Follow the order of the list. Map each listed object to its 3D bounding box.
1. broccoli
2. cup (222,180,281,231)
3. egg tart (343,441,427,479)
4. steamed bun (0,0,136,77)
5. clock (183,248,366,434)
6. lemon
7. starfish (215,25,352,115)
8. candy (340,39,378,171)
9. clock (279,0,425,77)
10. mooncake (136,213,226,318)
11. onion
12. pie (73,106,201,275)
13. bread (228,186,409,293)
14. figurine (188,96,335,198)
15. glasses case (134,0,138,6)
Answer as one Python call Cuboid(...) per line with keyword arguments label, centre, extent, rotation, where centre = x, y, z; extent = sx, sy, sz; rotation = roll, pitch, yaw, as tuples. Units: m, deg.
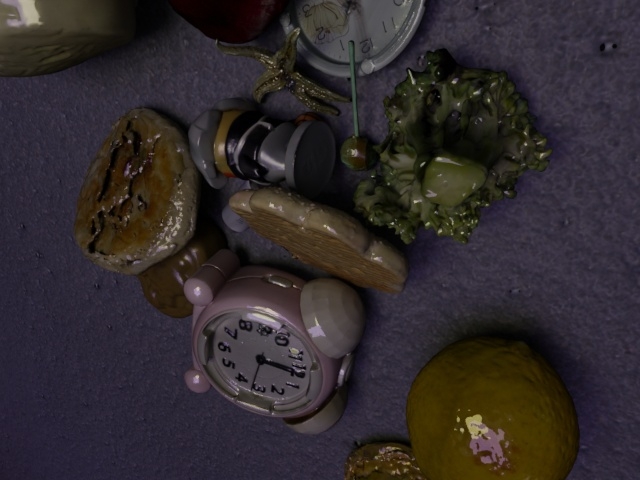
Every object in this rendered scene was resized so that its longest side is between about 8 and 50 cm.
Cuboid(label="broccoli", centre=(0.151, -0.111, 0.572), extent=(0.263, 0.243, 0.247), rotation=(-11, 108, 18))
Cuboid(label="cup", centre=(-0.117, -0.062, 0.841), extent=(0.104, 0.074, 0.116), rotation=(32, 131, -23))
Cuboid(label="egg tart", centre=(0.173, 0.557, 0.926), extent=(0.294, 0.123, 0.294), rotation=(10, 116, 21))
Cuboid(label="steamed bun", centre=(-0.477, -0.461, 0.709), extent=(0.456, 0.290, 0.371), rotation=(16, 125, 35))
Cuboid(label="clock", centre=(-0.087, 0.201, 0.872), extent=(0.326, 0.184, 0.342), rotation=(17, 125, 15))
Cuboid(label="lemon", centre=(0.257, 0.280, 0.692), extent=(0.267, 0.267, 0.267), rotation=(10, 115, 22))
Cuboid(label="starfish", centre=(-0.053, -0.257, 0.686), extent=(0.223, 0.217, 0.050), rotation=(20, 82, -14))
Cuboid(label="candy", centre=(0.054, -0.195, 0.674), extent=(0.061, 0.061, 0.202), rotation=(11, 133, 22))
Cuboid(label="clock", centre=(0.045, -0.356, 0.632), extent=(0.236, 0.053, 0.236), rotation=(13, 119, 25))
Cuboid(label="mooncake", centre=(-0.304, 0.044, 0.947), extent=(0.235, 0.117, 0.235), rotation=(11, 114, 25))
Cuboid(label="onion", centre=(-0.167, -0.405, 0.610), extent=(0.272, 0.195, 0.272), rotation=(29, 136, 32))
Cuboid(label="pie", centre=(-0.364, -0.095, 0.868), extent=(0.339, 0.077, 0.339), rotation=(-6, 76, 27))
Cuboid(label="bread", centre=(0.000, 0.000, 0.707), extent=(0.316, 0.316, 0.054), rotation=(23, 77, 16))
Cuboid(label="figurine", centre=(-0.099, -0.157, 0.732), extent=(0.236, 0.176, 0.133), rotation=(15, 136, 28))
Cuboid(label="glasses case", centre=(-0.344, -0.462, 0.800), extent=(0.032, 0.021, 0.083), rotation=(15, 117, 20))
